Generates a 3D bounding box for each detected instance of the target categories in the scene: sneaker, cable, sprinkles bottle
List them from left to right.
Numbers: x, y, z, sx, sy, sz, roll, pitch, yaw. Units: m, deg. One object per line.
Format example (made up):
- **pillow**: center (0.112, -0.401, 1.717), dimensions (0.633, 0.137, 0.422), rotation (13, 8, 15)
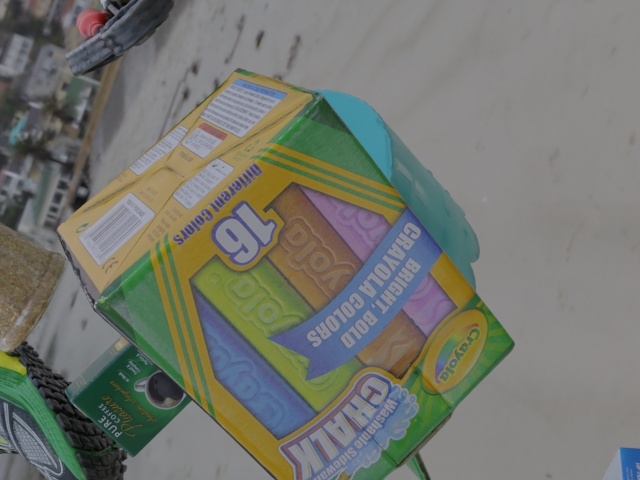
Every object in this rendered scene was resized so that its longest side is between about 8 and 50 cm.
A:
- **sprinkles bottle**: center (-0.435, -0.021, 0.937), dimensions (0.121, 0.355, 0.121), rotation (-47, 22, 26)
- **sneaker**: center (-0.376, 0.226, 1.175), dimensions (0.343, 0.134, 0.146), rotation (31, 85, 31)
- **cable**: center (-0.194, -0.203, 0.860), dimensions (0.139, 0.072, 0.287), rotation (-36, 15, 3)

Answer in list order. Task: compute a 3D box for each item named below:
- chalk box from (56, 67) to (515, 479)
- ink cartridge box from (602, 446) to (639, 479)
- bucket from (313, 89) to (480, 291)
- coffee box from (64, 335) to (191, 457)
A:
- **chalk box**: center (-0.005, 0.039, 0.476), dimensions (0.132, 0.213, 0.132), rotation (-44, 26, -6)
- **ink cartridge box**: center (0.620, 0.426, 1.626), dimensions (0.134, 0.231, 0.078), rotation (88, -173, -52)
- **bucket**: center (0.000, 0.000, 0.937), dimensions (0.281, 0.183, 0.281), rotation (-17, 53, 23)
- **coffee box**: center (-0.190, 0.148, 1.090), dimensions (0.184, 0.113, 0.040), rotation (-45, 30, -9)
